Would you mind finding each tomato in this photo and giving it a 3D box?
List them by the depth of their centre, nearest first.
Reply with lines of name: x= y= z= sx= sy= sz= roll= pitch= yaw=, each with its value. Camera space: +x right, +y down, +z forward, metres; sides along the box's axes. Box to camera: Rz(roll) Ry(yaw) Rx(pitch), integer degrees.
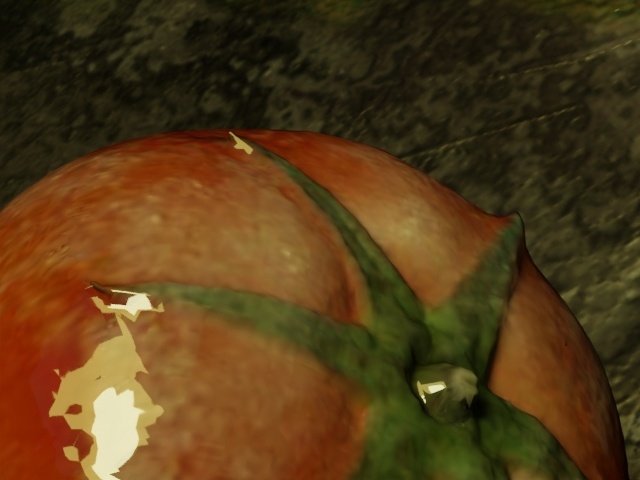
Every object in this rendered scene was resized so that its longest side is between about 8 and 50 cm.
tomato: x=-0.027 y=0.098 z=0.604 sx=0.265 sy=0.265 sz=0.265 roll=-19 pitch=44 yaw=19
